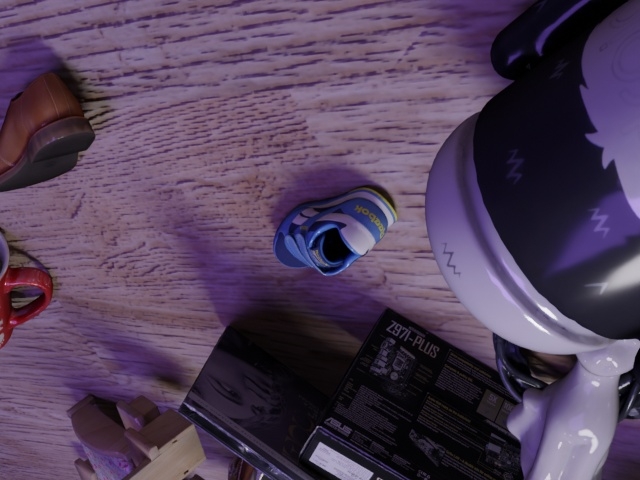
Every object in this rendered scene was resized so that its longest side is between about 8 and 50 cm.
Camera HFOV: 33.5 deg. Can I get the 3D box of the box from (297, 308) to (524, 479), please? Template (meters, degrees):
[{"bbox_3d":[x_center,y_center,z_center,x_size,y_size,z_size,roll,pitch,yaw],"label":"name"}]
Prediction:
[{"bbox_3d":[0.095,0.174,0.956,0.180,0.147,0.077,30,143,5],"label":"box"}]

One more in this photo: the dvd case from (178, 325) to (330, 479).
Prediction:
[{"bbox_3d":[-0.045,0.166,1.030,0.164,0.221,0.018,37,104,-4],"label":"dvd case"}]

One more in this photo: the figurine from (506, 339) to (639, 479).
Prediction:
[{"bbox_3d":[0.259,0.122,0.784,0.215,0.092,0.209,16,132,9],"label":"figurine"}]

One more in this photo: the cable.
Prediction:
[{"bbox_3d":[0.215,0.091,0.867,0.151,0.047,0.184,20,139,10],"label":"cable"}]

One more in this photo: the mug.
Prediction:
[{"bbox_3d":[-0.403,0.072,1.255,0.150,0.113,0.169,30,147,9],"label":"mug"}]

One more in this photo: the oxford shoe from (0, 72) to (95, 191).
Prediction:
[{"bbox_3d":[-0.275,-0.098,1.014,0.212,0.076,0.076,-28,82,53],"label":"oxford shoe"}]

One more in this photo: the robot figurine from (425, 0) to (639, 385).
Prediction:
[{"bbox_3d":[0.189,-0.043,0.606,0.173,0.209,0.278,35,134,-22],"label":"robot figurine"}]

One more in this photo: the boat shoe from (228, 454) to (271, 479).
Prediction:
[{"bbox_3d":[-0.062,0.292,1.228,0.120,0.123,0.324,48,154,31],"label":"boat shoe"}]

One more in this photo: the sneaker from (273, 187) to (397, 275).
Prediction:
[{"bbox_3d":[0.000,0.000,0.906,0.053,0.059,0.144,44,144,-17],"label":"sneaker"}]

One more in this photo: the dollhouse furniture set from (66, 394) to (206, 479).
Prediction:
[{"bbox_3d":[-0.293,0.313,1.341,0.355,0.174,0.303,22,137,42],"label":"dollhouse furniture set"}]
